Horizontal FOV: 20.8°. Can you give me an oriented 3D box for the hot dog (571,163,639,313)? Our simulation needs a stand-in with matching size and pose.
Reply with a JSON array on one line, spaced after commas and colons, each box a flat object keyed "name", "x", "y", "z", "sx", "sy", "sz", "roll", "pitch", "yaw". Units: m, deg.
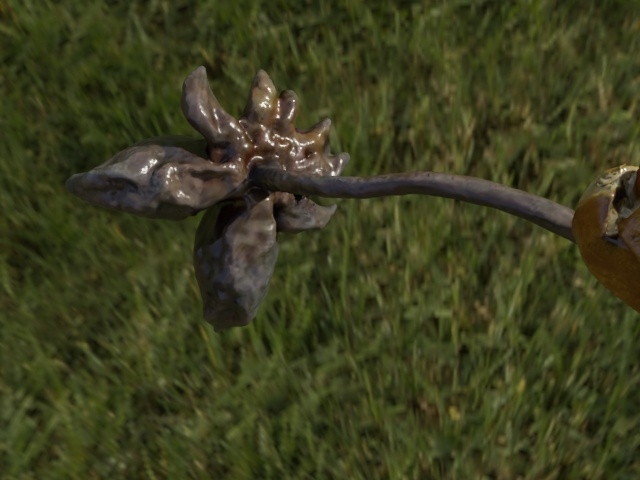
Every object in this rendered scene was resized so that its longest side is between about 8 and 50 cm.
[{"name": "hot dog", "x": 0.198, "y": 0.036, "z": 0.724, "sx": 0.235, "sy": 0.092, "sz": 0.062, "roll": 35, "pitch": 76, "yaw": -34}]

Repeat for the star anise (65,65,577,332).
[{"name": "star anise", "x": 0.000, "y": 0.000, "z": 0.820, "sx": 0.218, "sy": 0.227, "sz": 0.148, "roll": -8, "pitch": 105, "yaw": -12}]
